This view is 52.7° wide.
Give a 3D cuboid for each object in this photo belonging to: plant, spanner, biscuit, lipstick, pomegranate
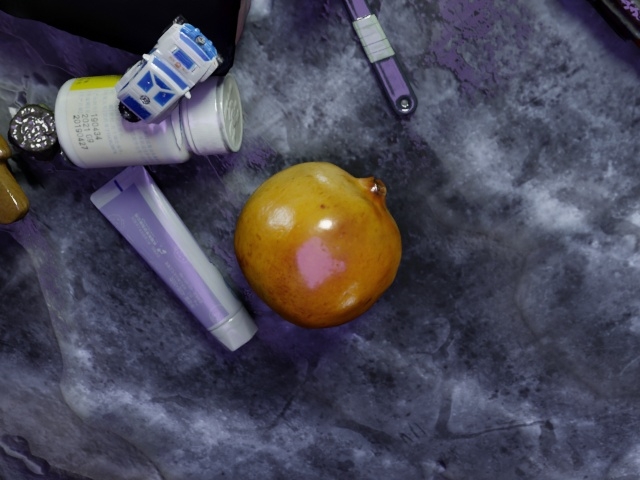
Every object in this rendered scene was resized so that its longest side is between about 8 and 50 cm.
[{"bbox_3d":[-0.446,-0.172,1.027,0.094,0.143,0.092,25,88,-22],"label":"plant"},{"bbox_3d":[0.070,-0.327,0.955,0.087,0.024,0.316,-27,111,12],"label":"spanner"},{"bbox_3d":[-0.605,-0.151,1.069,0.278,0.043,0.301,8,110,26],"label":"biscuit"},{"bbox_3d":[0.380,-0.357,0.871,0.299,0.081,0.081,40,114,-13],"label":"lipstick"},{"bbox_3d":[0.000,0.000,1.012,0.264,0.264,0.264,3,117,5],"label":"pomegranate"}]

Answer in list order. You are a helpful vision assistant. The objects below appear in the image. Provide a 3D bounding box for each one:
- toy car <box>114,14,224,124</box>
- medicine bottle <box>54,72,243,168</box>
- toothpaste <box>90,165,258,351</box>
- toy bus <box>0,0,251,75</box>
[{"bbox_3d":[-0.209,-0.213,0.853,0.170,0.070,0.080,-31,118,35],"label":"toy car"},{"bbox_3d":[-0.258,-0.186,0.995,0.258,0.143,0.143,-1,117,8],"label":"medicine bottle"},{"bbox_3d":[-0.251,0.038,1.151,0.125,0.080,0.371,-33,104,21],"label":"toothpaste"},{"bbox_3d":[-0.281,-0.374,0.885,0.386,0.162,0.171,17,135,-1],"label":"toy bus"}]
